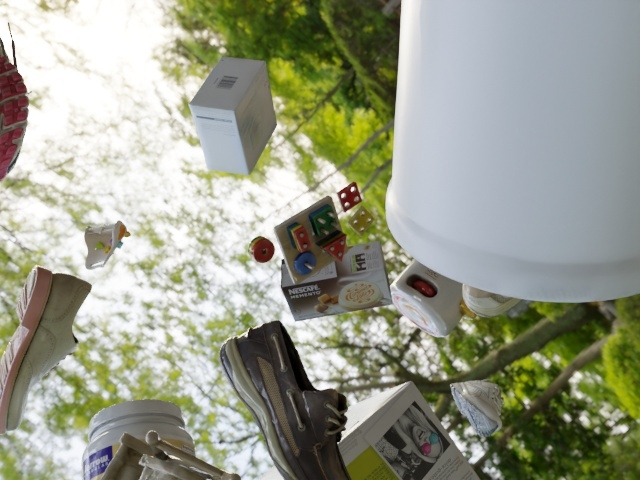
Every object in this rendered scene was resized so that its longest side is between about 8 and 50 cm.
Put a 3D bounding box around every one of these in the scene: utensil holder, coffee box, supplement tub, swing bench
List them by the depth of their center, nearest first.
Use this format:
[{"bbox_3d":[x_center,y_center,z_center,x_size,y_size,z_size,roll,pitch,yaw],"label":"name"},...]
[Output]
[{"bbox_3d":[0.235,-0.188,0.704,0.327,0.386,0.328,0,-151,0],"label":"utensil holder"},{"bbox_3d":[-0.276,0.439,1.074,0.165,0.253,0.254,32,154,-12],"label":"swing bench"},{"bbox_3d":[-0.371,0.527,1.477,0.241,0.241,0.332,29,-144,-45],"label":"supplement tub"},{"bbox_3d":[0.097,0.558,1.497,0.338,0.337,0.334,-32,-96,-33],"label":"coffee box"},{"bbox_3d":[0.039,0.100,1.707,0.098,0.246,0.141,-93,-10,-46],"label":"coffee box"}]

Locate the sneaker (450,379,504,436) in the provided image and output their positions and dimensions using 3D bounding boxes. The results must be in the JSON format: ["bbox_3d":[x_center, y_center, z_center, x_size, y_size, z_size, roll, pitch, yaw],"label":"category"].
[{"bbox_3d":[0.454,0.447,1.980,0.297,0.129,0.111,-112,1,-80],"label":"sneaker"}]

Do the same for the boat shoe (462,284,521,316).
[{"bbox_3d":[0.402,0.006,1.287,0.121,0.341,0.110,45,170,29],"label":"boat shoe"}]

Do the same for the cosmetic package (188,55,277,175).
[{"bbox_3d":[-0.228,-0.337,1.927,0.138,0.225,0.224,11,-129,15],"label":"cosmetic package"}]

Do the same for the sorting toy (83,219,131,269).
[{"bbox_3d":[-0.350,0.013,1.145,0.045,0.083,0.075,44,-129,-40],"label":"sorting toy"}]

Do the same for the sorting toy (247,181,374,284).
[{"bbox_3d":[0.000,0.000,1.356,0.046,0.274,0.132,29,144,51],"label":"sorting toy"}]

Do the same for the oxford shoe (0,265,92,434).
[{"bbox_3d":[-0.618,0.257,1.572,0.146,0.397,0.140,15,-166,-31],"label":"oxford shoe"}]

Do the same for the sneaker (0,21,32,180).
[{"bbox_3d":[-0.439,-0.198,0.929,0.112,0.120,0.299,97,156,-59],"label":"sneaker"}]

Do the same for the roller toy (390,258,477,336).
[{"bbox_3d":[0.288,0.136,1.810,0.191,0.146,0.209,47,165,-13],"label":"roller toy"}]

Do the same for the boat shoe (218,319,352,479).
[{"bbox_3d":[-0.024,0.282,1.125,0.355,0.130,0.132,55,-174,11],"label":"boat shoe"}]
